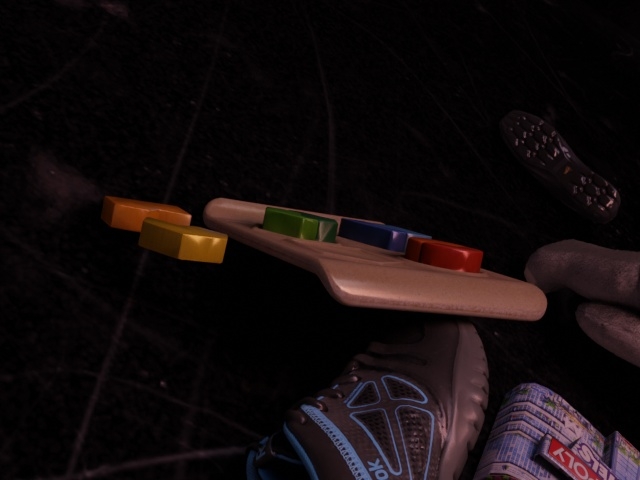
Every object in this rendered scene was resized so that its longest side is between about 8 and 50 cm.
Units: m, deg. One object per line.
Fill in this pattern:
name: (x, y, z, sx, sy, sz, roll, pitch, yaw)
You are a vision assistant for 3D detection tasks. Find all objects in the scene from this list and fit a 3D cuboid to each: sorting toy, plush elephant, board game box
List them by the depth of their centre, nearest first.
sorting toy: (0.000, 0.000, 0.658, 0.307, 0.041, 0.229, 8, 11, -33)
board game box: (0.229, 0.234, 0.715, 0.194, 0.060, 0.194, 43, 31, 1)
plush elephant: (0.438, 0.121, 0.925, 0.272, 0.255, 0.330, -19, 19, -13)

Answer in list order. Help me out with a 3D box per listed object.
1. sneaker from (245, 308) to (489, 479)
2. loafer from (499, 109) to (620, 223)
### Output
sneaker: (0.030, 0.130, 0.567, 0.140, 0.125, 0.341, 27, 31, -10)
loafer: (0.354, -0.107, 1.253, 0.223, 0.076, 0.078, 47, -4, 20)
